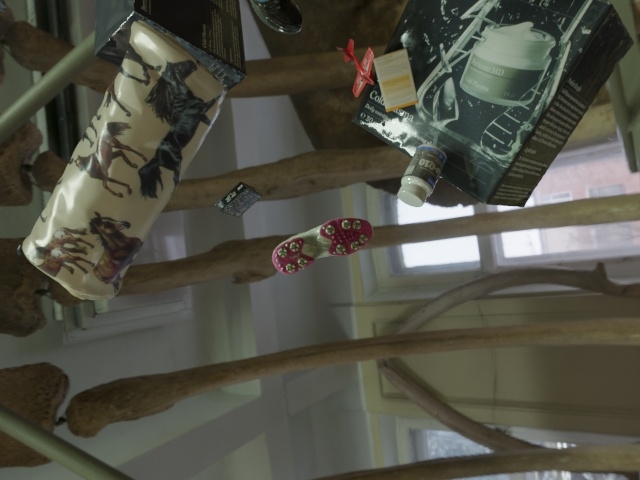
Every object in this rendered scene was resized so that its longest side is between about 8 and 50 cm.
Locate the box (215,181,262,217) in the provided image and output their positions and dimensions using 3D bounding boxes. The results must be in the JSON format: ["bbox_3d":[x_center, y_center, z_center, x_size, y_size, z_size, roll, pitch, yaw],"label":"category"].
[{"bbox_3d":[-0.154,-0.077,0.888,0.018,0.067,0.083,51,-171,13],"label":"box"}]

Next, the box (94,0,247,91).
[{"bbox_3d":[-0.370,-0.571,1.164,0.313,0.179,0.343,17,-121,-49],"label":"box"}]

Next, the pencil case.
[{"bbox_3d":[-0.298,-0.122,0.716,0.160,0.183,0.410,24,-81,-47],"label":"pencil case"}]

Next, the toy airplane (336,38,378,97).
[{"bbox_3d":[0.094,-0.428,1.141,0.028,0.151,0.151,-34,-67,-24],"label":"toy airplane"}]

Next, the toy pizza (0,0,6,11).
[{"bbox_3d":[-0.570,-0.455,0.720,0.032,0.201,0.201,-31,-66,-11],"label":"toy pizza"}]

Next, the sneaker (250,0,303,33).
[{"bbox_3d":[-0.172,-0.824,1.515,0.341,0.140,0.125,39,-110,-30],"label":"sneaker"}]

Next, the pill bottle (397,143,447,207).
[{"bbox_3d":[0.239,-0.152,1.099,0.078,0.078,0.137,43,-112,-43],"label":"pill bottle"}]

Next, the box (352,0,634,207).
[{"bbox_3d":[0.420,-0.407,1.221,0.297,0.480,0.471,-2,-55,-50],"label":"box"}]

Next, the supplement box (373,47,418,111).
[{"bbox_3d":[0.140,-0.296,0.858,0.036,0.062,0.098,-67,-38,-62],"label":"supplement box"}]

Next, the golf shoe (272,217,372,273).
[{"bbox_3d":[0.000,0.000,1.373,0.140,0.306,0.115,-140,33,-76],"label":"golf shoe"}]
